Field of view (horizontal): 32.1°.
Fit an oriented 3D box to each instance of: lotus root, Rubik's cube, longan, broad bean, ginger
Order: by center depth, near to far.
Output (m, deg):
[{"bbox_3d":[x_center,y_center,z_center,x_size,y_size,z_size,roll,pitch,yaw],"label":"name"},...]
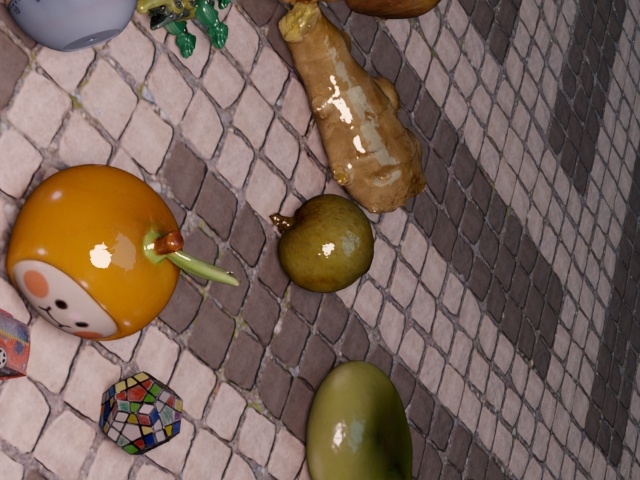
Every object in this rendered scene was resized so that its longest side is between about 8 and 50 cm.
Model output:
[{"bbox_3d":[-0.229,0.221,1.419,0.093,0.111,0.111,-78,152,-69],"label":"Rubik's cube"},{"bbox_3d":[0.000,0.000,1.725,0.176,0.145,0.155,33,29,-3],"label":"longan"},{"bbox_3d":[0.068,0.338,1.799,0.238,0.119,0.291,-29,110,-51],"label":"broad bean"},{"bbox_3d":[0.073,-0.231,1.818,0.236,0.166,0.376,-28,118,-35],"label":"ginger"},{"bbox_3d":[0.150,-0.491,1.935,0.188,0.180,0.199,-11,97,-50],"label":"lotus root"}]

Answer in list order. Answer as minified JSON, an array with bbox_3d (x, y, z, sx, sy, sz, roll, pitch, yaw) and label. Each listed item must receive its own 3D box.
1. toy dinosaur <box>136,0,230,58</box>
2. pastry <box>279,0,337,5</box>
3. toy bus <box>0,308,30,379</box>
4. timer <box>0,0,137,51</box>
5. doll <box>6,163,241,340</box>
[{"bbox_3d":[-0.185,-0.368,1.542,0.153,0.094,0.259,53,39,-42],"label":"toy dinosaur"},{"bbox_3d":[-0.048,-0.487,1.648,0.315,0.184,0.285,22,55,-50],"label":"pastry"},{"bbox_3d":[-0.402,0.094,1.216,0.192,0.065,0.077,37,51,-47],"label":"toy bus"},{"bbox_3d":[-0.328,-0.337,1.308,0.255,0.175,0.175,47,46,-6],"label":"timer"},{"bbox_3d":[-0.237,0.009,1.303,0.213,0.236,0.213,19,67,-56],"label":"doll"}]
